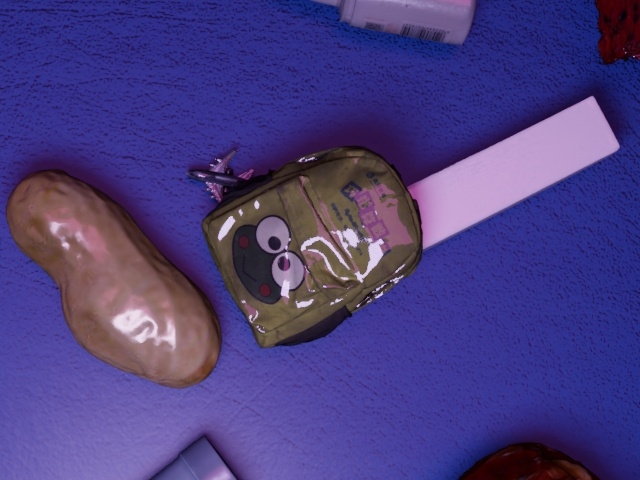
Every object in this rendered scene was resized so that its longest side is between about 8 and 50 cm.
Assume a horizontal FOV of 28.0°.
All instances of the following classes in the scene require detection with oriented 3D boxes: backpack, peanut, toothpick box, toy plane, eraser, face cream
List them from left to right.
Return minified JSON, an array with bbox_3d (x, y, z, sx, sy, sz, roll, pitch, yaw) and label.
[{"bbox_3d":[-0.246,0.050,1.501,0.147,0.147,0.319,-43,91,-9],"label":"peanut"},{"bbox_3d":[-0.166,0.312,1.493,0.153,0.101,0.101,-37,87,-8],"label":"toothpick box"},{"bbox_3d":[-0.125,-0.075,1.584,0.083,0.031,0.079,8,81,-5],"label":"toy plane"},{"bbox_3d":[0.000,0.000,1.513,0.253,0.140,0.207,-28,85,13],"label":"backpack"},{"bbox_3d":[0.065,-0.313,1.601,0.251,0.101,0.101,9,81,-4],"label":"face cream"},{"bbox_3d":[0.219,-0.077,1.596,0.298,0.076,0.078,-27,85,-9],"label":"eraser"}]

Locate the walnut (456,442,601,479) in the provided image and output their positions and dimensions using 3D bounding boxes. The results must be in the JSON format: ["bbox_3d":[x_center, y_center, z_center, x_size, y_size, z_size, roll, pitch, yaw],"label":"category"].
[{"bbox_3d":[0.234,0.376,1.469,0.244,0.221,0.269,43,96,20],"label":"walnut"}]

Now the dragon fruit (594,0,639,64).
[{"bbox_3d":[0.446,-0.302,1.561,0.302,0.330,0.240,25,102,-4],"label":"dragon fruit"}]
